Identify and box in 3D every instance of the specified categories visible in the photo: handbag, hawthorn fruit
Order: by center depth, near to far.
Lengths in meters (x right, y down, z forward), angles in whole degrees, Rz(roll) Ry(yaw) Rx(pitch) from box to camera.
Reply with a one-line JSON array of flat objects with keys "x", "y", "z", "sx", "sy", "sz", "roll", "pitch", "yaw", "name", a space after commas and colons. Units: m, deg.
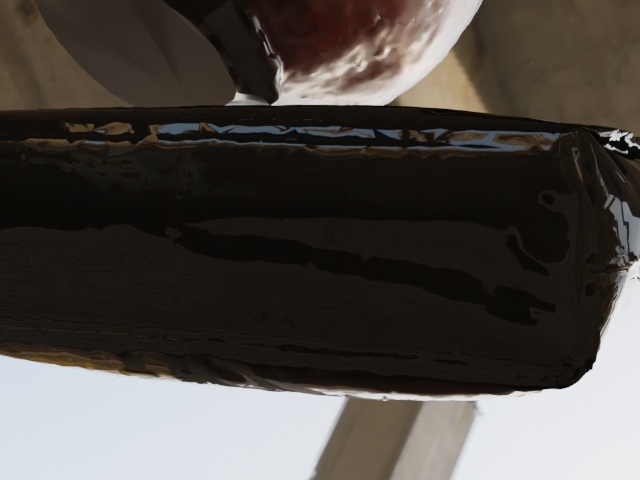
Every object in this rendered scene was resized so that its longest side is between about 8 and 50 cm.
[{"x": 0.000, "y": 0.000, "z": 0.485, "sx": 0.247, "sy": 0.223, "sz": 0.080, "roll": 3, "pitch": -87, "yaw": 22, "name": "handbag"}, {"x": -0.030, "y": -0.197, "z": 0.910, "sx": 0.316, "sy": 0.316, "sz": 0.316, "roll": 15, "pitch": -45, "yaw": 15, "name": "hawthorn fruit"}]
